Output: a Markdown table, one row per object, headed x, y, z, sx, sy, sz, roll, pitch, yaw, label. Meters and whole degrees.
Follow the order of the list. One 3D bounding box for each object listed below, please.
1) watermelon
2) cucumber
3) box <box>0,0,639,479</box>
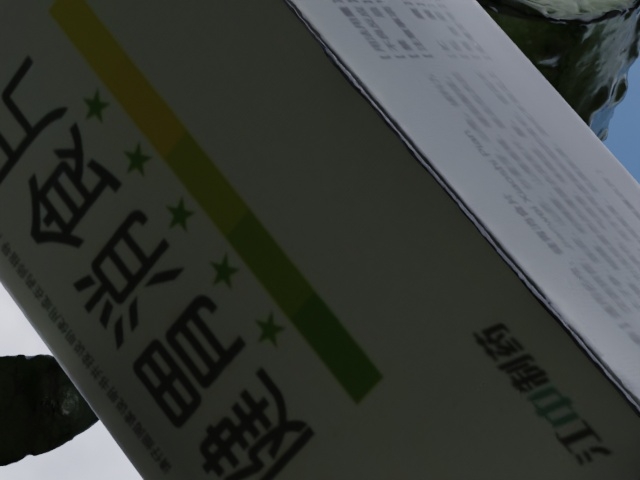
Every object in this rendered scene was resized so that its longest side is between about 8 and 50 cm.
| x | y | z | sx | sy | sz | roll | pitch | yaw | label |
| --- | --- | --- | --- | --- | --- | --- | --- | --- | --- |
| -0.234 | 0.128 | 1.254 | 0.181 | 0.075 | 0.092 | -7 | -16 | 16 | watermelon |
| 0.104 | -0.077 | 0.982 | 0.134 | 0.134 | 0.244 | 3 | -43 | 0 | cucumber |
| -0.001 | -0.002 | 0.658 | 0.173 | 0.145 | 0.333 | -49 | -112 | 26 | box |
